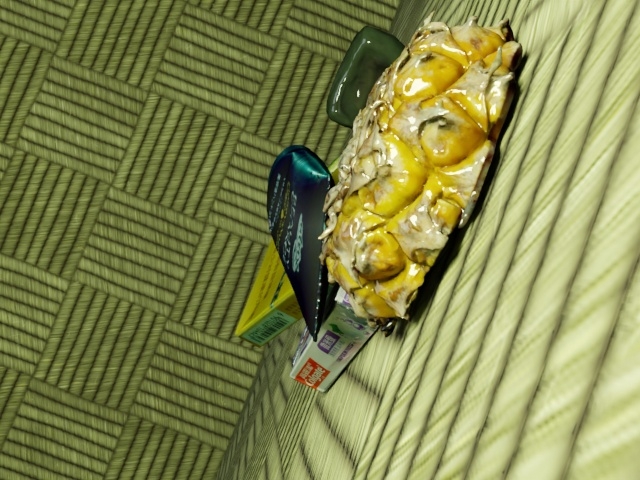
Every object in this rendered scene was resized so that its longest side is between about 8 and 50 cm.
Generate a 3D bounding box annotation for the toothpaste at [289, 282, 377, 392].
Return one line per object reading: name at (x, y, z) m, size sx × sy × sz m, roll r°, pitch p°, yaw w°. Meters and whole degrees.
toothpaste at (0.014, 0.073, 0.706) m, size 0.196 × 0.040 × 0.047 m, roll 116°, pitch 177°, yaw -62°

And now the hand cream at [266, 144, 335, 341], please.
hand cream at (-0.009, -0.018, 0.722) m, size 0.270 × 0.061 × 0.120 m, roll -115°, pitch 30°, yaw -73°

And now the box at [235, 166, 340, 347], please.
box at (0.000, 0.000, 0.880) m, size 0.279 × 0.041 × 0.153 m, roll -40°, pitch 25°, yaw 54°

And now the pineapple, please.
pineapple at (0.051, -0.046, 0.537) m, size 0.225 × 0.076 × 0.225 m, roll -158°, pitch 90°, yaw -85°

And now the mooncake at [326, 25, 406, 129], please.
mooncake at (0.077, -0.264, 1.420) m, size 0.175 × 0.104 × 0.168 m, roll 119°, pitch 176°, yaw -53°

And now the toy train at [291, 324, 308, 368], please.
toy train at (-0.022, 0.141, 1.132) m, size 0.017 × 0.017 × 0.083 m, roll 130°, pitch 161°, yaw -85°

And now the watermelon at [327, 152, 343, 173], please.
watermelon at (0.048, -0.043, 1.003) m, size 0.092 × 0.075 × 0.181 m, roll 40°, pitch 120°, yaw 39°
